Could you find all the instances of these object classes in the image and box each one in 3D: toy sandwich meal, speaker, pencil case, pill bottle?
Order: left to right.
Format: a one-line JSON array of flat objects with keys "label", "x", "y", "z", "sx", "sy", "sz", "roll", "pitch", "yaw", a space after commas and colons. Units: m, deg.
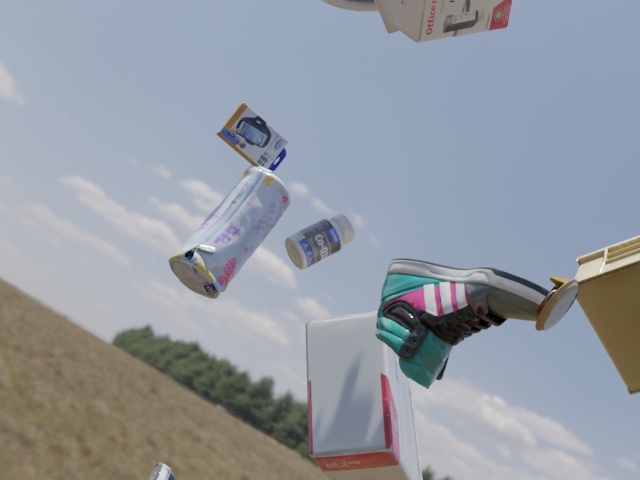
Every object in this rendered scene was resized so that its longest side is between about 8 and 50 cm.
[{"label": "pencil case", "x": -0.172, "y": -0.019, "z": 1.822, "sx": 0.113, "sy": 0.273, "sz": 0.124, "roll": 16, "pitch": -36, "yaw": 35}, {"label": "pill bottle", "x": 0.000, "y": 0.000, "z": 2.038, "sx": 0.078, "sy": 0.137, "sz": 0.078, "roll": 48, "pitch": -26, "yaw": 32}, {"label": "speaker", "x": 0.147, "y": -0.528, "z": 2.091, "sx": 0.055, "sy": 0.055, "sz": 0.136, "roll": 12, "pitch": -47, "yaw": 56}, {"label": "toy sandwich meal", "x": 0.279, "y": 0.073, "z": 1.148, "sx": 0.029, "sy": 0.085, "sz": 0.085, "roll": 39, "pitch": -6, "yaw": 28}]

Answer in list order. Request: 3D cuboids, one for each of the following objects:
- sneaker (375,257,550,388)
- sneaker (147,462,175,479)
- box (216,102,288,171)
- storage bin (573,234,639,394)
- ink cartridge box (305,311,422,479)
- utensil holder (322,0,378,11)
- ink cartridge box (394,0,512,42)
[{"label": "sneaker", "x": 0.190, "y": 0.129, "z": 1.373, "sx": 0.295, "sy": 0.179, "sz": 0.123, "roll": 6, "pitch": -21, "yaw": 46}, {"label": "sneaker", "x": -0.166, "y": 0.374, "z": 1.223, "sx": 0.163, "sy": 0.086, "sz": 0.226, "roll": 27, "pitch": -37, "yaw": 3}, {"label": "box", "x": -0.128, "y": -0.197, "z": 1.878, "sx": 0.136, "sy": 0.081, "sz": 0.028, "roll": 39, "pitch": -15, "yaw": -12}, {"label": "storage bin", "x": 0.648, "y": 0.126, "z": 1.800, "sx": 0.260, "sy": 0.123, "sz": 0.262, "roll": -25, "pitch": -79, "yaw": 37}, {"label": "ink cartridge box", "x": 0.092, "y": 0.353, "z": 1.917, "sx": 0.160, "sy": 0.279, "sz": 0.385, "roll": -9, "pitch": -31, "yaw": 10}, {"label": "utensil holder", "x": 0.116, "y": -0.802, "z": 2.282, "sx": 0.327, "sy": 0.386, "sz": 0.328, "roll": 0, "pitch": -19, "yaw": 0}, {"label": "ink cartridge box", "x": 0.262, "y": -0.482, "z": 1.837, "sx": 0.092, "sy": 0.217, "sz": 0.159, "roll": -127, "pitch": -148, "yaw": -46}]
